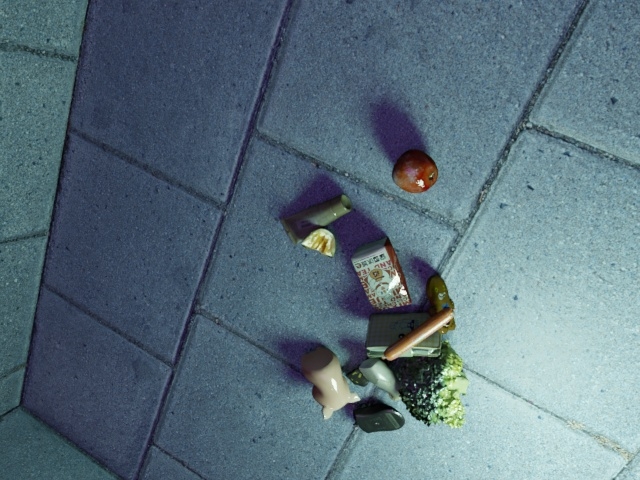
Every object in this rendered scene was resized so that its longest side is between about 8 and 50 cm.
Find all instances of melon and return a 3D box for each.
[{"bbox_3d":[0.000,0.000,1.909,0.160,0.079,0.128,25,107,-17],"label":"melon"}]

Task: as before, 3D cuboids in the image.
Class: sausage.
[{"bbox_3d":[0.380,0.364,1.673,0.348,0.053,0.053,-38,88,12],"label":"sausage"}]

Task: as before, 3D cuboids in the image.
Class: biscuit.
[{"bbox_3d":[0.488,0.257,1.749,0.039,0.180,0.236,-22,81,43],"label":"biscuit"}]

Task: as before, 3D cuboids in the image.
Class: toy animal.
[{"bbox_3d":[0.023,0.647,1.990,0.195,0.213,0.256,-26,103,-19],"label":"toy animal"}]

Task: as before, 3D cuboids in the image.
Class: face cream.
[{"bbox_3d":[-0.023,-0.098,1.905,0.341,0.084,0.137,-26,95,31],"label":"face cream"}]

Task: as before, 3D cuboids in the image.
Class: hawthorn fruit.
[{"bbox_3d":[0.366,-0.263,1.673,0.173,0.173,0.172,5,104,19],"label":"hawthorn fruit"}]

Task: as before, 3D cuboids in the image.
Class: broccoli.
[{"bbox_3d":[0.483,0.582,1.797,0.281,0.293,0.347,17,80,-23],"label":"broccoli"}]

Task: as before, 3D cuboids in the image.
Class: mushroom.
[{"bbox_3d":[0.289,0.619,1.898,0.270,0.103,0.118,49,148,-21],"label":"mushroom"}]

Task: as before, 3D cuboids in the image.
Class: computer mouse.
[{"bbox_3d":[0.267,0.815,2.002,0.264,0.088,0.147,-20,113,23],"label":"computer mouse"}]

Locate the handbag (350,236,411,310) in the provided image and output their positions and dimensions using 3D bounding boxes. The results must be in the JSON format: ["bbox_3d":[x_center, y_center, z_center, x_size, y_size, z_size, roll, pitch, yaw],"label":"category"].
[{"bbox_3d":[0.263,0.154,1.816,0.171,0.151,0.298,-22,98,20],"label":"handbag"}]

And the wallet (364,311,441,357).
[{"bbox_3d":[0.349,0.387,1.806,0.310,0.223,0.077,-6,124,22],"label":"wallet"}]

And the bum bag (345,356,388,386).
[{"bbox_3d":[0.220,0.584,1.979,0.107,0.060,0.232,39,115,-5],"label":"bum bag"}]
